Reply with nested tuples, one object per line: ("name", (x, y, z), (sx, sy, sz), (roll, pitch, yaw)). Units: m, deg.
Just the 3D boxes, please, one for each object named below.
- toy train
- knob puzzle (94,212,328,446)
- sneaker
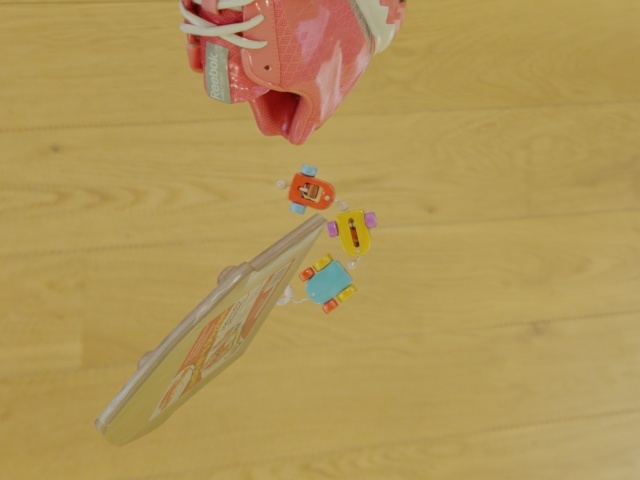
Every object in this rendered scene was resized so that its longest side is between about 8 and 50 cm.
("toy train", (0.000, 0.000, 1.648), (0.125, 0.046, 0.166), (14, 95, 9))
("knob puzzle", (-0.092, 0.070, 0.975), (0.030, 0.213, 0.213), (43, 84, 10))
("sneaker", (-0.036, -0.153, 0.847), (0.136, 0.116, 0.314), (-64, 153, -11))
